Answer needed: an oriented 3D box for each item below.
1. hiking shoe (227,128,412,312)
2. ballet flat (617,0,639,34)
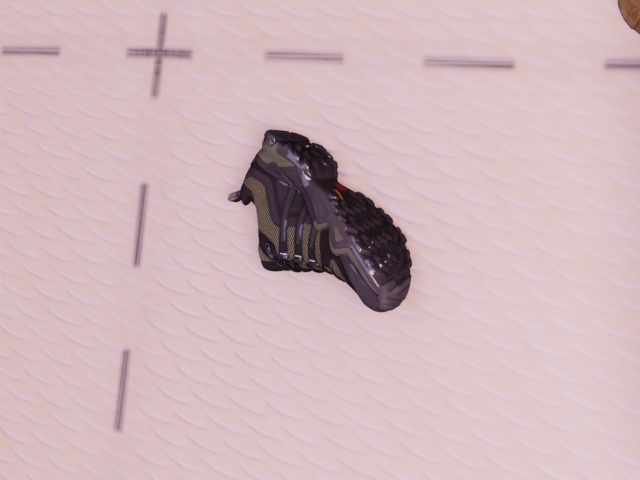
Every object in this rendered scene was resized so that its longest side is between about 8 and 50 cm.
[{"bbox_3d":[0.000,0.000,1.734,0.227,0.086,0.114,53,123,30],"label":"hiking shoe"},{"bbox_3d":[0.409,-0.262,1.511,0.342,0.116,0.124,-36,94,24],"label":"ballet flat"}]
